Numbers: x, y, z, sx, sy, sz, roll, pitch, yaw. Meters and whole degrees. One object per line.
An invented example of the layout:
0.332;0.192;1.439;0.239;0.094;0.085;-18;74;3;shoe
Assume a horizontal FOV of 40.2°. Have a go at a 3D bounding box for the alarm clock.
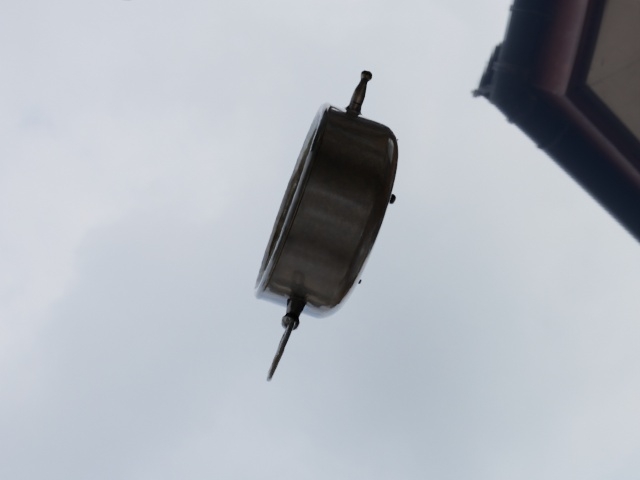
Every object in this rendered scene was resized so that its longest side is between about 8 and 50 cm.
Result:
0.000;0.000;0.537;0.064;0.129;0.192;22;-119;-4;alarm clock
